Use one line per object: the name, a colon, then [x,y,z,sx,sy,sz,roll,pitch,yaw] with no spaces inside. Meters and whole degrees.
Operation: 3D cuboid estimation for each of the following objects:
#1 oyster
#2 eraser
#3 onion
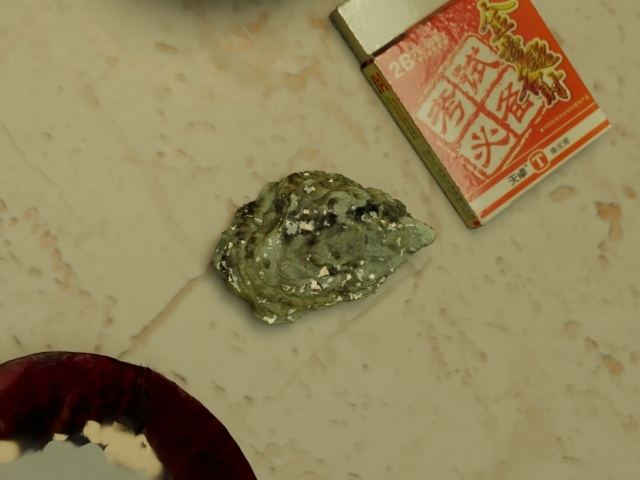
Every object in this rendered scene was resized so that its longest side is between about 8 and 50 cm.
oyster: [0.000,0.000,1.301,0.177,0.064,0.125,-33,99,-13]
eraser: [0.133,-0.148,1.357,0.157,0.038,0.230,-36,96,-14]
onion: [-0.183,0.233,1.144,0.314,0.232,0.314,1,84,-14]
